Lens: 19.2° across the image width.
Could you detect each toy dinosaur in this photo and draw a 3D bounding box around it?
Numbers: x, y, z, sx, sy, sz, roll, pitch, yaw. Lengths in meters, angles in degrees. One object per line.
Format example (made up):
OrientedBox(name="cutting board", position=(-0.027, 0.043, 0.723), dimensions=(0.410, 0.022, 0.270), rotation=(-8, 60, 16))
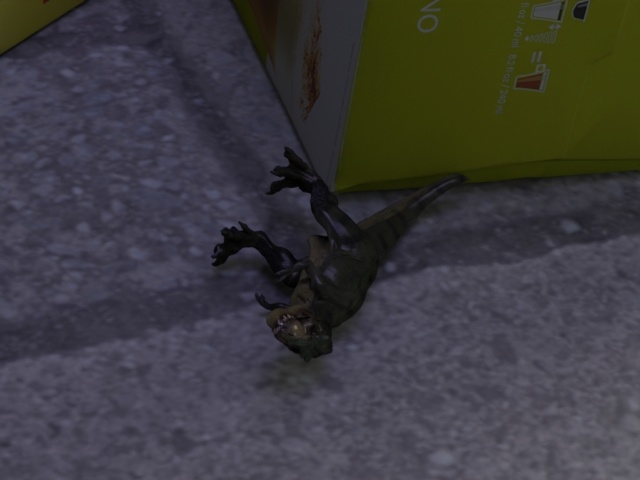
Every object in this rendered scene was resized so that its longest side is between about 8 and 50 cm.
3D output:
OrientedBox(name="toy dinosaur", position=(0.000, 0.000, 1.348), dimensions=(0.118, 0.064, 0.268), rotation=(29, 40, 12))

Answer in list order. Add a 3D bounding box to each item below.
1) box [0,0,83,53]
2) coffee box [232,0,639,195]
OrientedBox(name="box", position=(-0.244, -0.224, 1.563), dimensions=(0.087, 0.058, 0.232), rotation=(28, 42, 21))
OrientedBox(name="coffee box", position=(0.138, -0.272, 1.483), dimensions=(0.338, 0.337, 0.334), rotation=(-5, 42, -18))
